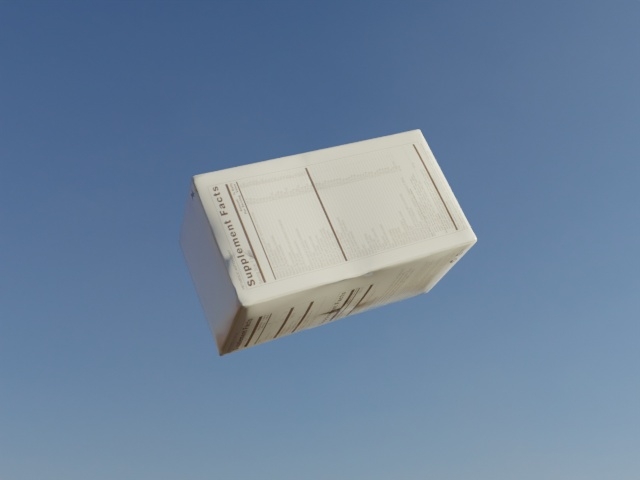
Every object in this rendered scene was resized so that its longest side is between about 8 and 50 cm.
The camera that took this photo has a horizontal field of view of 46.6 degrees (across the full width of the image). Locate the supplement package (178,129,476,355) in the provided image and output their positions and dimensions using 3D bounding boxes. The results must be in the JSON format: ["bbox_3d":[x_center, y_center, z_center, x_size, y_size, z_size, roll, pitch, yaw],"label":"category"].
[{"bbox_3d":[0.000,0.000,0.735,0.244,0.139,0.134,-14,-22,-22],"label":"supplement package"}]
